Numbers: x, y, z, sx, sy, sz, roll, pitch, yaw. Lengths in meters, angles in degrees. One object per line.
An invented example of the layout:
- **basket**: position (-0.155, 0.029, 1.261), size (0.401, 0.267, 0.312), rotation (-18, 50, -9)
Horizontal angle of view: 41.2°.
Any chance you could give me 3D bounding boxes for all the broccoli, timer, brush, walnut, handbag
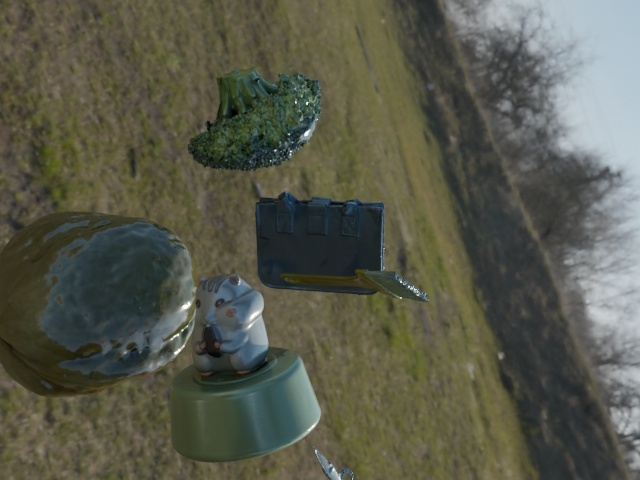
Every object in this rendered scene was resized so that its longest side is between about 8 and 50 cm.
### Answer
- **broccoli**: position (-0.112, -0.206, 1.463), size (0.198, 0.226, 0.176), rotation (-132, -134, -75)
- **timer**: position (-0.167, 0.217, 1.611), size (0.291, 0.291, 0.315), rotation (-62, 143, -75)
- **brush**: position (0.029, 0.052, 1.053), size (0.083, 0.205, 0.011), rotation (33, 66, -45)
- **walnut**: position (-0.298, 0.077, 1.117), size (0.283, 0.227, 0.282), rotation (19, 46, -21)
- **handbag**: position (0.000, 0.000, 1.508), size (0.062, 0.229, 0.179), rotation (-57, 148, -70)

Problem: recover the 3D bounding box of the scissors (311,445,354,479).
- **scissors**: position (0.015, 0.352, 1.298), size (0.058, 0.014, 0.119), rotation (-48, 126, -28)
